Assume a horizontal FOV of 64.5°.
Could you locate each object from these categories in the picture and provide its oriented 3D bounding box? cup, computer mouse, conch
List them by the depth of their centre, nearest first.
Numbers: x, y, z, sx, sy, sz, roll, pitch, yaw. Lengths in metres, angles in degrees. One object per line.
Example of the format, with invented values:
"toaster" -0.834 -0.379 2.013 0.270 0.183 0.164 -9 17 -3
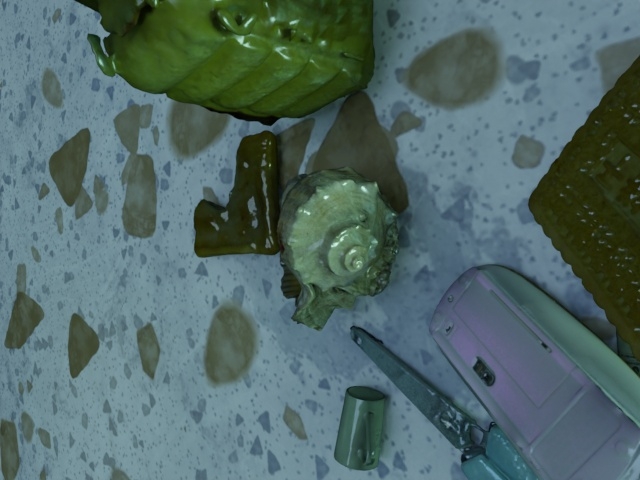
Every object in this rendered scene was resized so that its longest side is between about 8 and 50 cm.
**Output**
"computer mouse" 0.193 0.123 0.459 0.126 0.056 0.245 -60 37 20
"conch" 0.000 0.000 0.583 0.178 0.163 0.245 -56 28 7
"cup" 0.045 0.222 0.596 0.054 0.075 0.083 9 94 16

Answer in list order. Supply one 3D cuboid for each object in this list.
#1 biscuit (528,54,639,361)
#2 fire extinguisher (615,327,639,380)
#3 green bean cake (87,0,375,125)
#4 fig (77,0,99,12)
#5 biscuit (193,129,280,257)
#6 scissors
"biscuit" 0.253 -0.017 0.364 0.254 0.029 0.172 -102 30 -47
"fire extinguisher" 0.272 0.080 0.427 0.062 0.050 0.177 173 94 -65
"green bean cake" -0.069 -0.295 0.527 0.202 0.310 0.285 -12 86 40
"fig" -0.256 -0.435 0.672 0.316 0.316 0.316 1 91 39
"biscuit" -0.128 -0.058 0.752 0.183 0.039 0.174 -9 87 38
"scissors" 0.154 0.203 0.539 0.360 0.029 0.191 39 109 36
